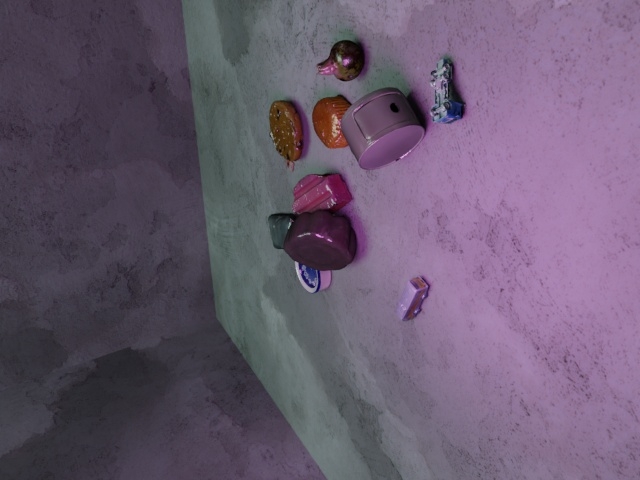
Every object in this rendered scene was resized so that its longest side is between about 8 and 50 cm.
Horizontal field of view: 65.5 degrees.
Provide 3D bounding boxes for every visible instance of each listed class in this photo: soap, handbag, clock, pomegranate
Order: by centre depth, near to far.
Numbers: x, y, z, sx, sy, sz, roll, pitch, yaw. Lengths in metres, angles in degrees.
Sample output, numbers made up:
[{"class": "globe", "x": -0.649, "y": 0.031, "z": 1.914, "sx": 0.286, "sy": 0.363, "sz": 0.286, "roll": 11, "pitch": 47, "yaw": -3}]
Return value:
[{"class": "pomegranate", "x": 0.067, "y": -0.618, "z": 1.710, "sx": 0.138, "sy": 0.163, "sz": 0.126, "roll": 88, "pitch": -178, "yaw": -62}, {"class": "soap", "x": -0.013, "y": -0.183, "z": 2.077, "sx": 0.289, "sy": 0.112, "sz": 0.182, "roll": -30, "pitch": 74, "yaw": 48}, {"class": "clock", "x": -0.038, "y": 0.134, "z": 2.380, "sx": 0.230, "sy": 0.083, "sz": 0.231, "roll": 41, "pitch": 139, "yaw": 50}, {"class": "handbag", "x": -0.189, "y": -0.045, "z": 2.578, "sx": 0.332, "sy": 0.074, "sz": 0.192, "roll": 4, "pitch": 105, "yaw": 64}]

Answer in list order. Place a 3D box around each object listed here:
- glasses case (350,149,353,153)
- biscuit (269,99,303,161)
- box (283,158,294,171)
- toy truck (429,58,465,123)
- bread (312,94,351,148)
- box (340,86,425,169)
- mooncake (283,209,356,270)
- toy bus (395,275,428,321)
[{"class": "glasses case", "x": 0.152, "y": -0.395, "z": 1.795, "sx": 0.191, "sy": 0.042, "sz": 0.072, "roll": 107, "pitch": 146, "yaw": -46}, {"class": "biscuit", "x": -0.150, "y": -0.497, "z": 2.251, "sx": 0.296, "sy": 0.075, "sz": 0.296, "roll": 47, "pitch": 148, "yaw": 43}, {"class": "box", "x": -0.152, "y": -0.372, "z": 2.388, "sx": 0.083, "sy": 0.012, "sz": 0.046, "roll": 53, "pitch": 145, "yaw": 37}, {"class": "toy truck", "x": 0.355, "y": -0.415, "z": 1.392, "sx": 0.067, "sy": 0.081, "sz": 0.175, "roll": -14, "pitch": 73, "yaw": 62}, {"class": "bread", "x": 0.047, "y": -0.447, "z": 1.886, "sx": 0.199, "sy": 0.104, "sz": 0.199, "roll": 33, "pitch": 130, "yaw": 50}, {"class": "box", "x": 0.189, "y": -0.344, "z": 1.548, "sx": 0.150, "sy": 0.226, "sz": 0.226, "roll": 64, "pitch": 151, "yaw": 16}, {"class": "mooncake", "x": 0.000, "y": 0.000, "z": 2.039, "sx": 0.306, "sy": 0.305, "sz": 0.154, "roll": 130, "pitch": 157, "yaw": -58}, {"class": "toy bus", "x": 0.323, "y": 0.212, "z": 1.762, "sx": 0.064, "sy": 0.075, "sz": 0.191, "roll": 52, "pitch": 145, "yaw": 34}]
